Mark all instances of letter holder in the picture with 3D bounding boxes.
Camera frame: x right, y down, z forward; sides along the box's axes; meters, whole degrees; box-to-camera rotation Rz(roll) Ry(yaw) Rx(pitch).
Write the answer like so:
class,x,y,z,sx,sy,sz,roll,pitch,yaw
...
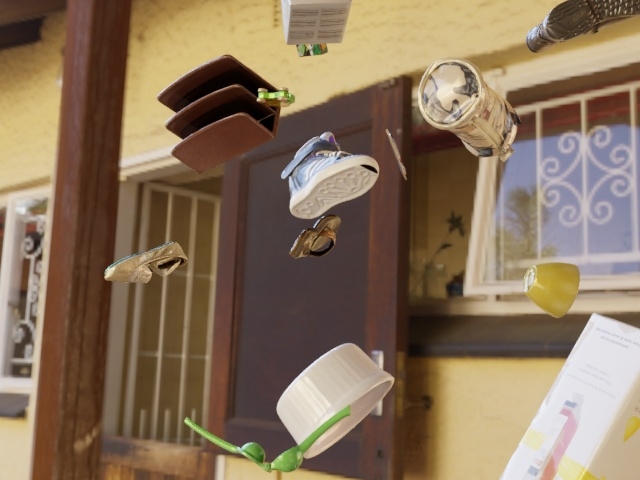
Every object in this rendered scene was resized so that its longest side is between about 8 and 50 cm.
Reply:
class,x,y,z,sx,sy,sz,roll,pitch,yaw
letter holder,-0.285,-0.332,2.202,0.301,0.152,0.214,-20,-40,37

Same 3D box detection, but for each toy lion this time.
class,x,y,z,sx,sy,sz,roll,pitch,yaw
toy lion,-0.104,-0.348,2.061,0.100,0.034,0.096,2,-7,31

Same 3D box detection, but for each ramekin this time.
class,x,y,z,sx,sy,sz,roll,pitch,yaw
ramekin,0.029,0.369,1.966,0.277,0.135,0.277,-37,-20,-16

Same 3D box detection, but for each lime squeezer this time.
class,x,y,z,sx,sy,sz,roll,pitch,yaw
lime squeezer,-0.098,0.363,1.500,0.310,0.110,0.059,-6,-5,9

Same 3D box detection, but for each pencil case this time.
class,x,y,z,sx,sy,sz,roll,pitch,yaw
pencil case,0.362,-0.308,1.997,0.183,0.160,0.410,43,13,22

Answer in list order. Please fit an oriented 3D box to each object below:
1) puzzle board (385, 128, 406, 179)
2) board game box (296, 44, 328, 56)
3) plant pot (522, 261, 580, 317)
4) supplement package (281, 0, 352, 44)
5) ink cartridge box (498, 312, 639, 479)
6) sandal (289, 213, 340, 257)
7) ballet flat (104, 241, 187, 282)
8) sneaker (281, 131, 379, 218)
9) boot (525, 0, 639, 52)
class,x,y,z,sx,sy,sz,roll,pitch,yaw
puzzle board,0.204,-0.231,2.223,0.011,0.128,0.096,-21,15,4
board game box,-0.057,-0.655,2.381,0.030,0.260,0.136,-28,20,-27
plant pot,0.539,0.106,1.984,0.095,0.134,0.134,18,-12,-8
supplement package,-0.016,-0.609,2.024,0.149,0.194,0.203,-4,-13,-6
ink cartridge box,0.453,0.349,1.242,0.279,0.385,0.160,31,-2,-21
sandal,0.000,0.000,1.894,0.060,0.090,0.219,32,20,12
ballet flat,-0.303,0.045,1.481,0.168,0.052,0.057,-26,-21,-46
sneaker,0.030,-0.216,2.210,0.130,0.236,0.322,24,-35,-30
boot,0.667,-0.557,1.998,0.338,0.118,0.223,-17,4,3
